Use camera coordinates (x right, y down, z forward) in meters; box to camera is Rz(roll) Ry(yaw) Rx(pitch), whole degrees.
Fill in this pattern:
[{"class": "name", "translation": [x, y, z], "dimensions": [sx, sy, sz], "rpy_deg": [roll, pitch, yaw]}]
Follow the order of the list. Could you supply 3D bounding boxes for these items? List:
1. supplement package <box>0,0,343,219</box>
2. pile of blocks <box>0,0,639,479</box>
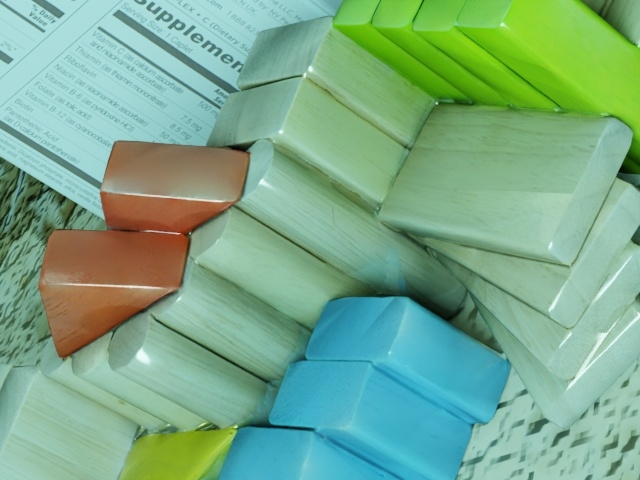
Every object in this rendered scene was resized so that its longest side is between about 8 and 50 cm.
[{"class": "supplement package", "translation": [-0.086, -0.171, 0.696], "dimensions": [0.145, 0.204, 0.262], "rpy_deg": [-35, 37, 33]}, {"class": "pile of blocks", "translation": [0.000, 0.000, 0.504], "dimensions": [0.362, 0.113, 0.149], "rpy_deg": [-51, 31, 12]}]
